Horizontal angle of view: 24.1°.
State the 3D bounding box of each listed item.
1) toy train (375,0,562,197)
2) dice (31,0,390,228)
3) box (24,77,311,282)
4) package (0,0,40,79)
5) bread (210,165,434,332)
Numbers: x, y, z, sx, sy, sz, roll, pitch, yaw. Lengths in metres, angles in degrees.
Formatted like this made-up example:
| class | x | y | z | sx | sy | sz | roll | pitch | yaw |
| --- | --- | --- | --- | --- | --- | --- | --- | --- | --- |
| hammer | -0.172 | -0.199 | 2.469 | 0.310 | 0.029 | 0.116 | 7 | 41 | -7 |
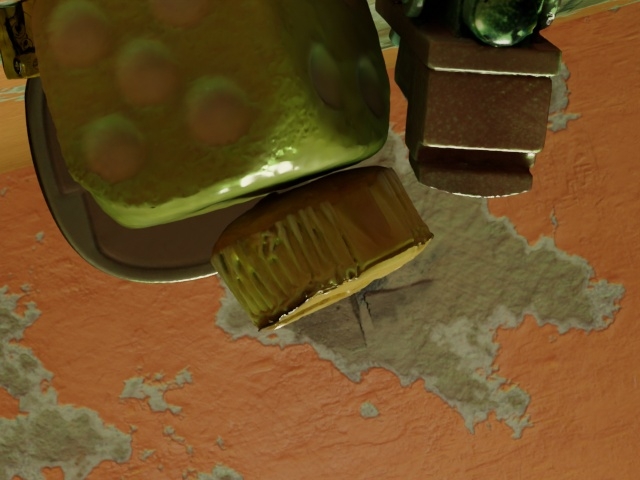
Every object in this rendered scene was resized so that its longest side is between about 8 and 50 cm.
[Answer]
| class | x | y | z | sx | sy | sz | roll | pitch | yaw |
| --- | --- | --- | --- | --- | --- | --- | --- | --- | --- |
| toy train | 0.122 | -0.180 | 1.314 | 0.150 | 0.221 | 0.304 | 3 | -161 | -7 |
| dice | -0.087 | -0.150 | 1.281 | 0.227 | 0.233 | 0.238 | -16 | -179 | 22 |
| box | -0.170 | -0.105 | 1.559 | 0.301 | 0.300 | 0.216 | -16 | -175 | -15 |
| package | -0.242 | -0.192 | 1.392 | 0.131 | 0.071 | 0.047 | -18 | -175 | -22 |
| bread | 0.000 | 0.000 | 1.300 | 0.190 | 0.114 | 0.132 | -30 | 179 | -44 |
